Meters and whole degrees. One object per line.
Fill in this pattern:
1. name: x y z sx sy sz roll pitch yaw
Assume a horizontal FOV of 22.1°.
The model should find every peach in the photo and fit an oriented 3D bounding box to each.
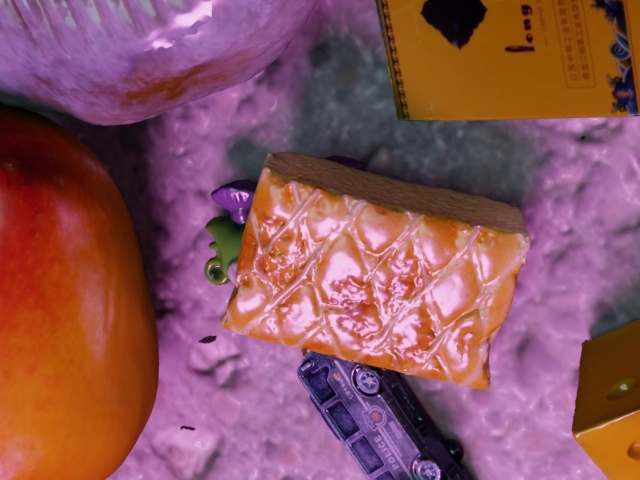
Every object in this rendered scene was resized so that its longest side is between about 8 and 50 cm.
1. peach: -0.256 0.045 1.151 0.289 0.289 0.308 9 140 23

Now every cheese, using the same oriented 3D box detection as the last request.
1. cheese: 0.245 0.143 1.067 0.093 0.126 0.171 -25 109 21

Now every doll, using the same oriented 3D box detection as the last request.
1. doll: 0.000 0.000 1.163 0.190 0.050 0.115 -14 104 22

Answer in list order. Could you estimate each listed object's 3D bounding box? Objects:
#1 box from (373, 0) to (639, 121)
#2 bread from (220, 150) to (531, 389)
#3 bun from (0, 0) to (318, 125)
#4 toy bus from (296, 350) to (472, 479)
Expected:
1. box: 0.158 -0.153 1.021 0.279 0.041 0.153 1 115 35
2. bread: 0.038 0.019 1.102 0.188 0.068 0.125 14 116 1
3. bun: -0.137 -0.250 1.078 0.361 0.211 0.362 3 96 25
4. toy bus: 0.049 0.138 1.169 0.065 0.047 0.166 -37 85 30
